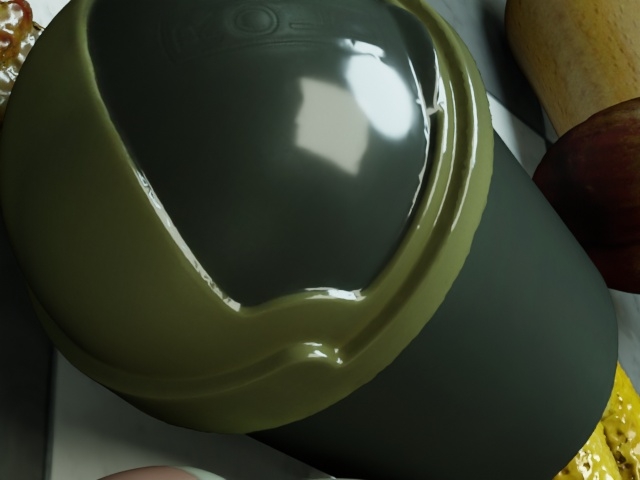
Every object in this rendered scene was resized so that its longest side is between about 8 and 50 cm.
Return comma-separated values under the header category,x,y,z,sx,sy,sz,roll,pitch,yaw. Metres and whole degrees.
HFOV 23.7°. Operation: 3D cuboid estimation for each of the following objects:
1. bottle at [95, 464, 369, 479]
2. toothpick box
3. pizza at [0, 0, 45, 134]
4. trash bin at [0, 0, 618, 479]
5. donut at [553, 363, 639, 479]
category,x,y,z,sx,sy,sz,roll,pitch,yaw
bottle,-0.025,0.162,0.625,0.236,0.147,0.147,22,49,-40
toothpick box,0.237,-0.100,1.172,0.192,0.192,0.294,32,37,-40
pizza,-0.180,-0.077,0.660,0.246,0.058,0.127,31,42,-44
trash bin,0.000,0.000,0.689,0.334,0.214,0.214,39,37,-48
donut,0.147,0.158,0.917,0.253,0.118,0.253,52,18,-25
